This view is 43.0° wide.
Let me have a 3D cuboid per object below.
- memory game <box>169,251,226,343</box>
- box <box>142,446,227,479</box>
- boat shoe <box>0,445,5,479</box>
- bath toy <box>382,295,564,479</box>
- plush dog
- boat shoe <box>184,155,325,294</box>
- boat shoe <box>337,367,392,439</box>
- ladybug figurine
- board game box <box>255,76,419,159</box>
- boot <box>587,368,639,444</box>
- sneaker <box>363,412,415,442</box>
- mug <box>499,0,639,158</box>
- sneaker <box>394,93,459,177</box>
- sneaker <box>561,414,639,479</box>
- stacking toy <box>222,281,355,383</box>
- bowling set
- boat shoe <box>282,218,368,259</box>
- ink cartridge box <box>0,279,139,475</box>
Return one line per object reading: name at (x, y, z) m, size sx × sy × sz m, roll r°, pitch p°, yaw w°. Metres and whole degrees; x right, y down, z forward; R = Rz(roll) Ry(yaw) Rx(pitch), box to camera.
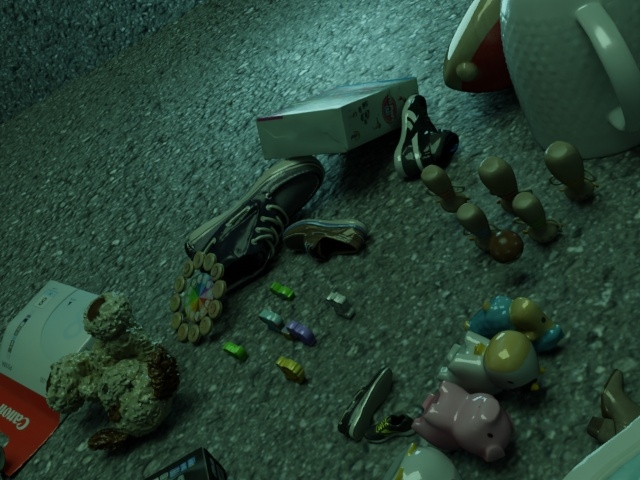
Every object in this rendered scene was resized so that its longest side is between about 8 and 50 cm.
memory game at (-0.243, 0.111, 1.592) m, size 0.186 × 0.012 × 0.186 m, roll -21°, pitch 61°, yaw 43°
box at (-0.270, 0.481, 1.193) m, size 0.307 × 0.076 × 0.242 m, roll -29°, pitch 35°, yaw 4°
boat shoe at (-0.639, 0.430, 1.514) m, size 0.119 × 0.121 × 0.335 m, roll -42°, pitch 47°, yaw -14°
bath toy at (0.210, 0.235, 1.095) m, size 0.348 × 0.129 × 0.151 m, roll -54°, pitch -4°, yaw -31°
plush dog at (-0.346, 0.256, 1.474) m, size 0.262 × 0.211 × 0.225 m, roll -54°, pitch 47°, yaw 18°
boat shoe at (-0.110, -0.026, 1.662) m, size 0.340 × 0.127 × 0.158 m, roll -39°, pitch 42°, yaw 3°
boat shoe at (0.069, 0.246, 1.248) m, size 0.038 × 0.046 × 0.125 m, roll 13°, pitch 63°, yaw 39°
ladybug figurine at (0.398, -0.461, 1.685) m, size 0.162 × 0.305 × 0.449 m, roll 30°, pitch 60°, yaw 6°
board game box at (0.045, -0.263, 1.733) m, size 0.224 × 0.097 × 0.303 m, roll 0°, pitch 20°, yaw 37°
boot at (0.398, 0.223, 1.034) m, size 0.087 × 0.042 × 0.118 m, roll 12°, pitch 55°, yaw 37°
sneaker at (0.100, 0.272, 1.198) m, size 0.083 × 0.035 × 0.031 m, roll -19°, pitch 36°, yaw 18°
mug at (0.463, -0.326, 1.388) m, size 0.276 × 0.328 × 0.374 m, roll -24°, pitch 36°, yaw 12°
sneaker at (0.230, -0.220, 1.667) m, size 0.121 × 0.079 × 0.216 m, roll -6°, pitch 51°, yaw 27°
sneaker at (0.368, 0.297, 0.884) m, size 0.366 × 0.135 × 0.150 m, roll -42°, pitch 39°, yaw -7°
stacking toy at (-0.064, 0.154, 1.453) m, size 0.221 × 0.052 × 0.167 m, roll 12°, pitch 54°, yaw 46°
bowling set at (0.306, -0.032, 1.349) m, size 0.287 × 0.154 × 0.199 m, roll -6°, pitch 62°, yaw 31°
boat shoe at (0.000, 0.000, 1.576) m, size 0.183 × 0.066 × 0.066 m, roll -8°, pitch 43°, yaw 30°
ink cartridge box at (-0.598, 0.266, 1.692) m, size 0.308 × 0.091 × 0.385 m, roll 10°, pitch 52°, yaw 44°
